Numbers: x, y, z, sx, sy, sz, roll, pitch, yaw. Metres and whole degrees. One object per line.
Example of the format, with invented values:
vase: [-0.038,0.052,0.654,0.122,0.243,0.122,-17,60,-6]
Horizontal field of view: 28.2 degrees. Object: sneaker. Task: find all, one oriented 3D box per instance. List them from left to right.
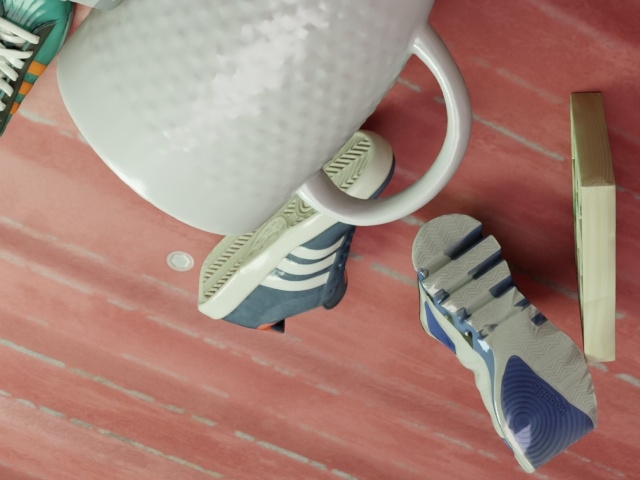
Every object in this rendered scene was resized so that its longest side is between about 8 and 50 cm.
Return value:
sneaker: [-0.364,-0.180,1.406,0.108,0.121,0.302,27,129,-18]
sneaker: [0.000,0.000,1.535,0.148,0.131,0.350,27,135,-26]
sneaker: [0.213,0.117,1.553,0.127,0.182,0.316,-30,85,-4]

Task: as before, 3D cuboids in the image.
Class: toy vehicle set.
toy vehicle set: [0.310,-0.013,1.449,0.035,0.166,0.267,-4,131,9]

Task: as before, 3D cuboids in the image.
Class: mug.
mug: [-0.018,-0.177,1.244,0.374,0.276,0.328,45,117,-2]

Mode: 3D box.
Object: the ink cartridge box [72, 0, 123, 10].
ink cartridge box: [-0.175,-0.347,1.015,0.309,0.130,0.272,-39,162,19]
